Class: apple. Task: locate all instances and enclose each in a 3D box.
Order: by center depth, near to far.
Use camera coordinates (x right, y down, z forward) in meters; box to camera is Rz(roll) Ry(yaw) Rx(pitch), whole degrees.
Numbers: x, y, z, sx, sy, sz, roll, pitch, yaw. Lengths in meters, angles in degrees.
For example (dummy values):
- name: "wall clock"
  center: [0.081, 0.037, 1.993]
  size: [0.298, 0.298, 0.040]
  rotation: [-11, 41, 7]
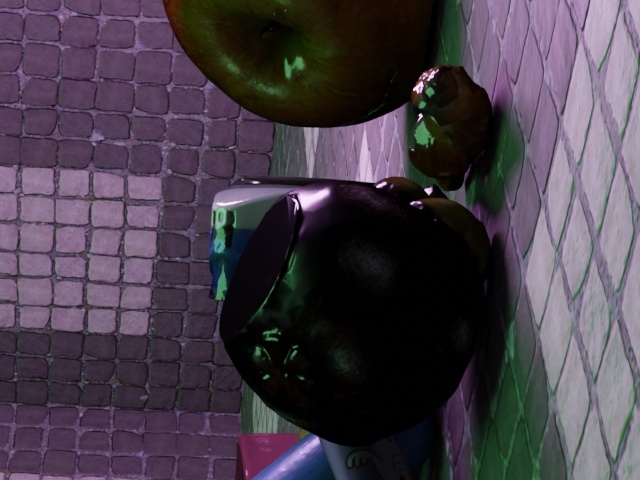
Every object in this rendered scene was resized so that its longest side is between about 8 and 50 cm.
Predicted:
- name: "apple"
  center: [-0.009, -0.339, 2.248]
  size: [0.384, 0.374, 0.374]
  rotation: [52, -164, -29]

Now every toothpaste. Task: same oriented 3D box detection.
- name: "toothpaste"
  center: [0.042, 0.216, 1.881]
  size: [0.080, 0.125, 0.371]
  rotation: [-42, 46, 24]

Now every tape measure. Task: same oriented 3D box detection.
- name: "tape measure"
  center: [0.000, -0.001, 2.149]
  size: [0.262, 0.259, 0.138]
  rotation: [-110, 24, -85]

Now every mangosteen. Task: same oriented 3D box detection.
- name: "mangosteen"
  center: [0.038, 0.050, 1.793]
  size: [0.287, 0.233, 0.288]
  rotation: [-160, 90, -80]

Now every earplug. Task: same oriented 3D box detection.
- name: "earplug"
  center: [0.013, 0.265, 1.991]
  size: [0.132, 0.273, 0.132]
  rotation: [48, 175, 6]

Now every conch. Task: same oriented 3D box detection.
- name: "conch"
  center: [0.133, -0.104, 1.811]
  size: [0.080, 0.086, 0.233]
  rotation: [37, 151, 33]

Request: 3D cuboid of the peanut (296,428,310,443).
- name: "peanut"
  center: [0.037, 0.291, 2.171]
  size: [0.153, 0.140, 0.325]
  rotation: [-51, -28, -47]

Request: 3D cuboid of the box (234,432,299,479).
- name: "box"
  center: [-0.038, 0.396, 2.626]
  size: [0.294, 0.167, 0.193]
  rotation: [-107, 23, -70]
